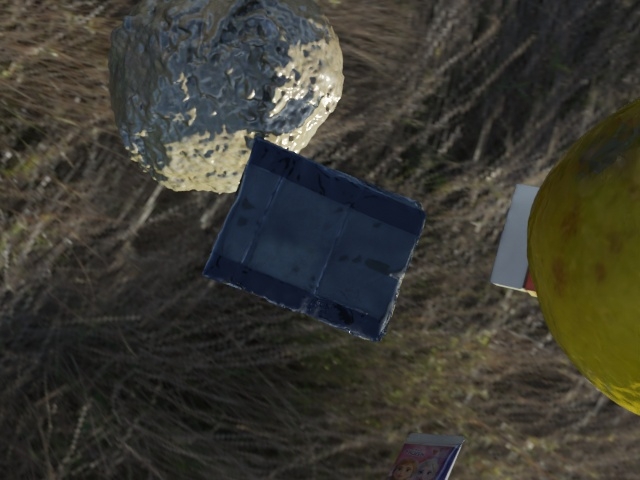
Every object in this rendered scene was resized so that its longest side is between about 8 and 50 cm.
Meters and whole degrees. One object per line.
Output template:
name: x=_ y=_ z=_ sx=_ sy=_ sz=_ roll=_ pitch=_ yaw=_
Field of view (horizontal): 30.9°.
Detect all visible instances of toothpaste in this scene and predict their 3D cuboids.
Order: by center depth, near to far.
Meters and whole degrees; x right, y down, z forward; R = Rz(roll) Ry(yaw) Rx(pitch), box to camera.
toothpaste: x=0.092 y=0.349 z=1.408 sx=0.061 sy=0.096 sz=0.266 roll=45 pitch=58 yaw=-31

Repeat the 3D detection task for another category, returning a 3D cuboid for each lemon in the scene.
lemon: x=0.194 y=0.005 z=0.547 sx=0.170 sy=0.207 sz=0.170 roll=18 pitch=60 yaw=-33

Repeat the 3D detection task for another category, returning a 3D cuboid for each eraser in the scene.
eraser: x=0.372 y=0.013 z=1.661 sx=0.038 sy=0.230 sz=0.157 roll=30 pitch=74 yaw=-60

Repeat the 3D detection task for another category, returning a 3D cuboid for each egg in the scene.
egg: x=-0.118 y=-0.193 z=1.385 sx=0.279 sy=0.310 sz=0.279 roll=21 pitch=55 yaw=-34

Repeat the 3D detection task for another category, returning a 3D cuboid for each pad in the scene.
pad: x=0.000 y=0.000 z=1.317 sx=0.233 sy=0.022 sz=0.174 roll=23 pitch=86 yaw=-20
